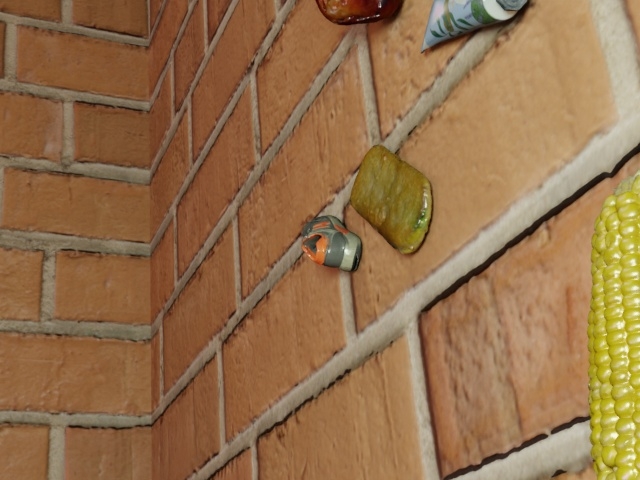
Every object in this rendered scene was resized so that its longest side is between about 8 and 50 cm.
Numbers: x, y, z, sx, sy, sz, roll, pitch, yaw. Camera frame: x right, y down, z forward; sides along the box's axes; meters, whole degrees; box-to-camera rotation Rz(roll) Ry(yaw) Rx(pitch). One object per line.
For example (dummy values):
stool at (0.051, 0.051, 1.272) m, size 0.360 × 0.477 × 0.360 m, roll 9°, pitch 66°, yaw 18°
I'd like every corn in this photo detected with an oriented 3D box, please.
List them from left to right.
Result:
corn at (0.286, 0.106, 0.777) m, size 0.130 × 0.130 × 0.347 m, roll 145°, pitch 130°, yaw -61°

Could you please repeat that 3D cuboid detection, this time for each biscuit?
biscuit at (0.104, -0.065, 1.386) m, size 0.118 × 0.029 × 0.247 m, roll -70°, pitch 25°, yaw 16°

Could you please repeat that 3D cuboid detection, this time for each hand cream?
hand cream at (0.190, -0.297, 1.221) m, size 0.256 × 0.055 × 0.088 m, roll -163°, pitch 84°, yaw -74°

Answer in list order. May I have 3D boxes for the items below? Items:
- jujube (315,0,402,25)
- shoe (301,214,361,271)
jujube at (0.044, -0.475, 1.425) m, size 0.197 × 0.197 × 0.290 m, roll -171°, pitch 72°, yaw -68°
shoe at (-0.001, 0.000, 1.555) m, size 0.194 × 0.077 × 0.074 m, roll -146°, pitch 63°, yaw -64°
